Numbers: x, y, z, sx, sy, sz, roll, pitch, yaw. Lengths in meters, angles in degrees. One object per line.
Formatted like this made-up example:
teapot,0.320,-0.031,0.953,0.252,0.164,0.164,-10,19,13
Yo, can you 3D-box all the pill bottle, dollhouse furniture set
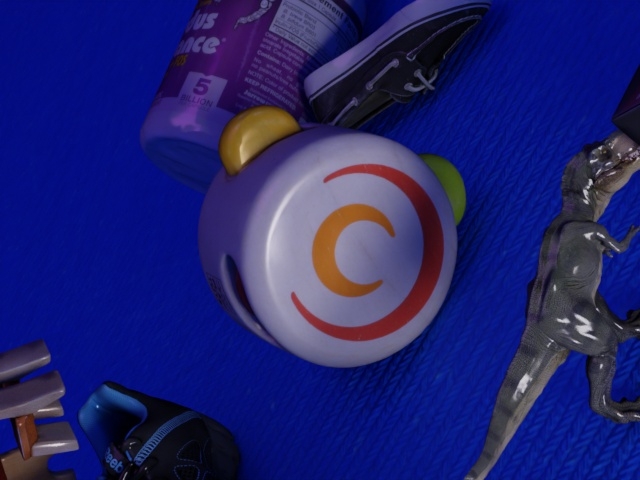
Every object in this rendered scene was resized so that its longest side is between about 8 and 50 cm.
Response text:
pill bottle,-0.053,-0.198,1.835,0.169,0.169,0.302,-8,55,58
dollhouse furniture set,-0.262,0.259,1.583,0.135,0.262,0.259,-15,24,-13

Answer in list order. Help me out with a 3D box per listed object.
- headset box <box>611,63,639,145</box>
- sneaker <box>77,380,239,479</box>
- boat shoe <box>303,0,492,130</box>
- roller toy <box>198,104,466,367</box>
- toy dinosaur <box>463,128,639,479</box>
headset box,0.318,-0.163,1.135,0.293,0.110,0.218,-61,12,-21
sneaker,-0.128,0.240,1.531,0.125,0.139,0.341,-51,28,8
boat shoe,0.079,-0.163,1.689,0.219,0.077,0.070,-32,71,36
roller toy,0.000,0.000,1.498,0.146,0.209,0.191,19,93,64
toy dinosaur,0.177,0.060,1.216,0.064,0.118,0.268,-8,56,58
